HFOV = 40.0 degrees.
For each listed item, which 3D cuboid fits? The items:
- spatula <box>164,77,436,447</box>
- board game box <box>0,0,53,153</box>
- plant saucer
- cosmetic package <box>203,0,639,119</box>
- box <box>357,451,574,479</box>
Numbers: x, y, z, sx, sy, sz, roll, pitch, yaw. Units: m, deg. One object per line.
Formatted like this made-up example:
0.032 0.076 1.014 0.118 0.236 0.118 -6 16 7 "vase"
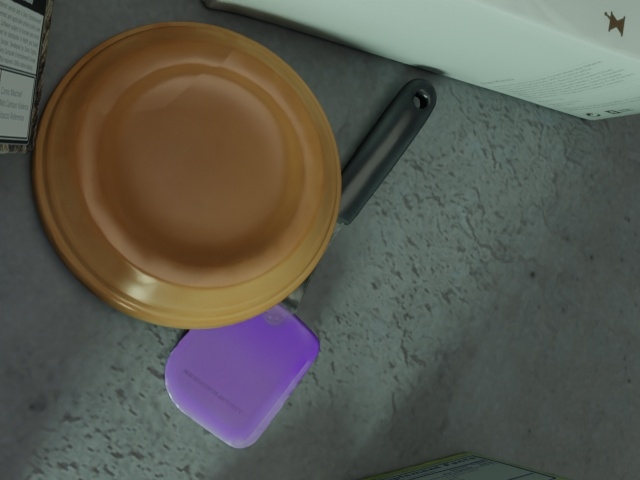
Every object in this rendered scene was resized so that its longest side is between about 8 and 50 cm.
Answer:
0.000 0.000 0.611 0.084 0.030 0.296 38 71 -16 "spatula"
-0.201 -0.188 0.350 0.141 0.232 0.291 9 95 0 "board game box"
-0.076 -0.045 0.552 0.200 0.037 0.200 3 81 -20 "plant saucer"
0.122 -0.221 0.619 0.366 0.155 0.196 9 86 -29 "cosmetic package"
0.131 0.267 0.549 0.117 0.243 0.213 -6 91 -28 "box"
